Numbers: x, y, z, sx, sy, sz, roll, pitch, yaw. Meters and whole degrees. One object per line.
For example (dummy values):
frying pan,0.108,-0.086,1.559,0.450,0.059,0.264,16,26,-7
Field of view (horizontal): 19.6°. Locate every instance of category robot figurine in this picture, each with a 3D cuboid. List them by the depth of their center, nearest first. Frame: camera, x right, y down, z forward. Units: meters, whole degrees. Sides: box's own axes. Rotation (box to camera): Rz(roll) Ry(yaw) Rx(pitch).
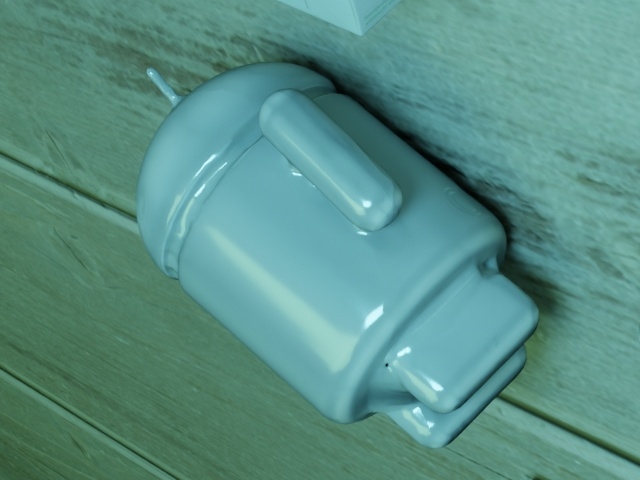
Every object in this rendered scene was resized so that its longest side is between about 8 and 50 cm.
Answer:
robot figurine,0.000,0.000,1.426,0.353,0.200,0.300,41,154,16

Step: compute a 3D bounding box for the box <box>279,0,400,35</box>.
box,0.018,-0.209,1.196,0.087,0.101,0.102,28,151,38
